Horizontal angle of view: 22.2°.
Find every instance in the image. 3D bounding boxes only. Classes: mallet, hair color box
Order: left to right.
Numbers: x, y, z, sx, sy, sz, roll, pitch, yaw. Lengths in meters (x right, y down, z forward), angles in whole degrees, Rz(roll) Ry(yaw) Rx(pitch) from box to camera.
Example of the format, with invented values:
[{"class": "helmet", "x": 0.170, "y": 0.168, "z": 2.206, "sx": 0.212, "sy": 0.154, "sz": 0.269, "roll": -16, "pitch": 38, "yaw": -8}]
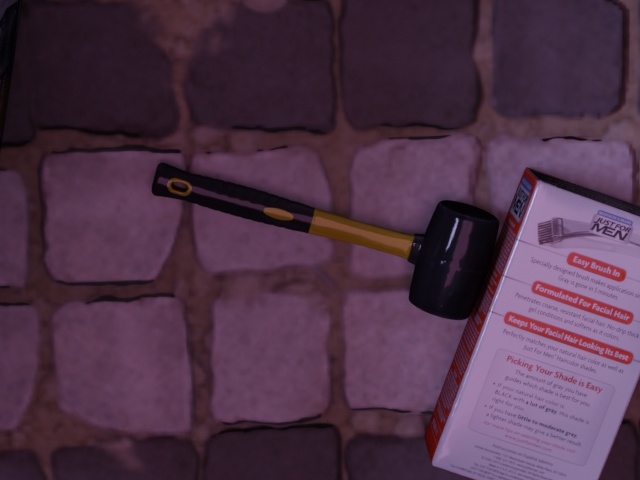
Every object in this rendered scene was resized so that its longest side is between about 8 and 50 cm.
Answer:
[{"class": "mallet", "x": 0.000, "y": 0.000, "z": 0.893, "sx": 0.190, "sy": 0.039, "sz": 0.062, "roll": 8, "pitch": 103, "yaw": 0}, {"class": "hair color box", "x": 0.129, "y": 0.055, "z": 0.898, "sx": 0.093, "sy": 0.053, "sz": 0.167, "roll": 19, "pitch": 101, "yaw": -5}]

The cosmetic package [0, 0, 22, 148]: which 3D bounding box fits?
[{"class": "cosmetic package", "x": -0.202, "y": -0.040, "z": 0.744, "sx": 0.097, "sy": 0.284, "sz": 0.377, "roll": 10, "pitch": 101, "yaw": -5}]
